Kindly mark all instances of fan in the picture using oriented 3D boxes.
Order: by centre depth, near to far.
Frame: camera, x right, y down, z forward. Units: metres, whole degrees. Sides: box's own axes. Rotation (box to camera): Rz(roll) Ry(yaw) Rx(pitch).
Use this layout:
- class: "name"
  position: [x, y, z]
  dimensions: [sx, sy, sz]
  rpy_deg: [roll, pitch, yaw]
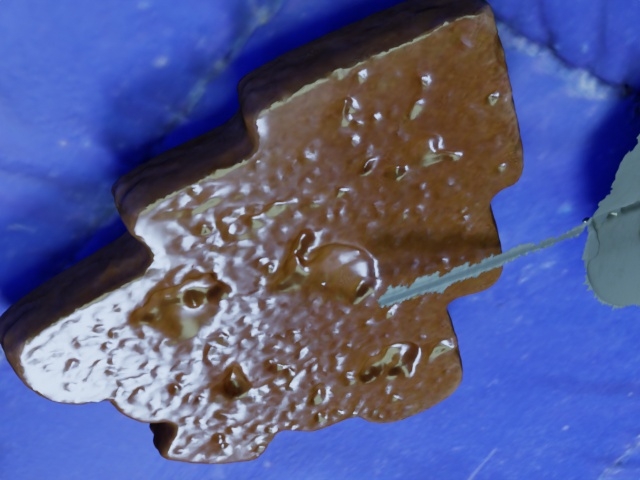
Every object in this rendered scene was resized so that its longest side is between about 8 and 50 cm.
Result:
- class: "fan"
  position: [0.167, -0.016, 0.666]
  dimensions: [0.329, 0.009, 0.190]
  rpy_deg: [-19, 137, -24]

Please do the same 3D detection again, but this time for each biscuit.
- class: "biscuit"
  position: [0.000, 0.000, 0.608]
  dimensions: [0.284, 0.043, 0.306]
  rpy_deg: [12, 123, -34]
